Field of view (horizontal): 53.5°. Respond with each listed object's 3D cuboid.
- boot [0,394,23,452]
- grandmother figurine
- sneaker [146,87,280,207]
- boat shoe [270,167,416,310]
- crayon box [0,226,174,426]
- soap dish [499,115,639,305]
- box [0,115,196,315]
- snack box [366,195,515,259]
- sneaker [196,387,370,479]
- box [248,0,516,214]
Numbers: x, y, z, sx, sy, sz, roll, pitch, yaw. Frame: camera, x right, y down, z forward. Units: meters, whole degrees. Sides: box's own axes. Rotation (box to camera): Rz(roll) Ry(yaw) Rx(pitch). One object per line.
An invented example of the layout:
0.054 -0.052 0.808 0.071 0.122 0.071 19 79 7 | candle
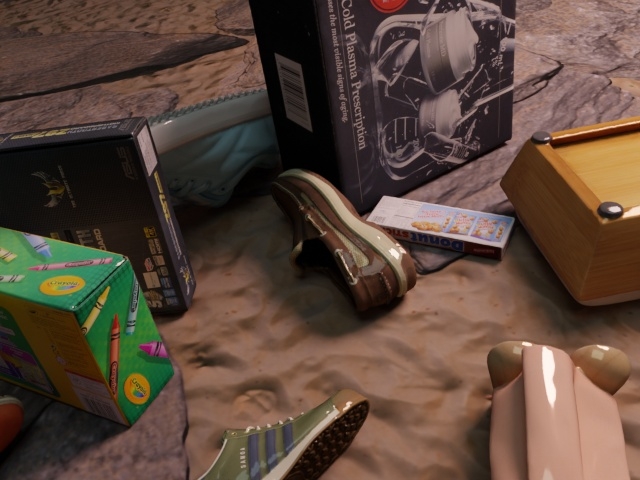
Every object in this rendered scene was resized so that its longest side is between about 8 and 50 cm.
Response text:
-0.323 0.219 0.582 0.085 0.059 0.158 19 54 28 | boot
0.165 0.210 0.437 0.208 0.104 0.342 -7 30 17 | grandmother figurine
-0.181 -0.102 0.867 0.366 0.150 0.135 -28 22 -38 | sneaker
-0.002 -0.006 0.771 0.095 0.095 0.257 -33 43 -19 | boat shoe
-0.305 0.078 0.665 0.278 0.165 0.081 11 42 24 | crayon box
0.386 -0.053 0.726 0.291 0.118 0.229 -11 37 -1 | soap dish
-0.259 -0.015 0.719 0.183 0.232 0.059 -5 32 5 | box
0.151 -0.019 0.810 0.178 0.022 0.064 12 41 26 | snack box
-0.048 0.184 0.554 0.086 0.064 0.192 29 55 33 | sneaker
0.094 -0.260 0.870 0.312 0.343 0.179 -28 39 -21 | box
